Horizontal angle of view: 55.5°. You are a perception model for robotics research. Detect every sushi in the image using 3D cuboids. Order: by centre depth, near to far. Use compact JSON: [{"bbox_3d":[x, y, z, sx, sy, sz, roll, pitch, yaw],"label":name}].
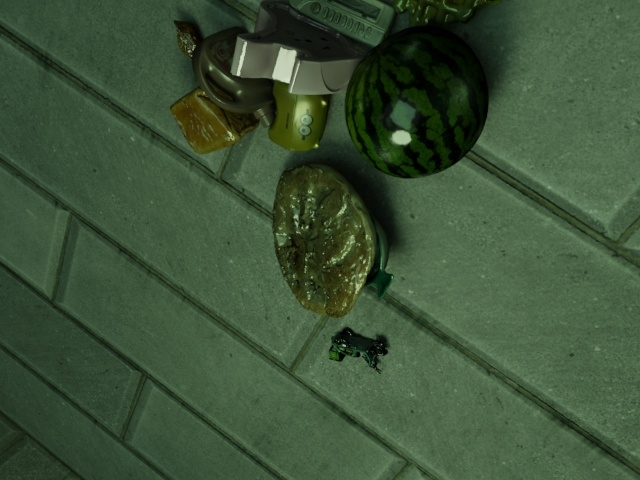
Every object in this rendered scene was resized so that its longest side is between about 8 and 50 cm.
[{"bbox_3d":[-0.322,-0.483,1.488,0.060,0.061,0.118,-21,98,7],"label":"sushi"}]

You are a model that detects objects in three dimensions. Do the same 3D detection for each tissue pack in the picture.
[{"bbox_3d":[-0.042,-0.295,1.393,0.127,0.123,0.178,19,130,8],"label":"tissue pack"}]

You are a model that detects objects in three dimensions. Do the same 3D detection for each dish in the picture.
[{"bbox_3d":[0.113,0.021,1.476,0.246,0.078,0.224,52,137,28],"label":"dish"}]

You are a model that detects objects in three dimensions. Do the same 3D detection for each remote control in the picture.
[{"bbox_3d":[0.046,-0.491,1.292,0.230,0.049,0.090,30,105,13],"label":"remote control"}]

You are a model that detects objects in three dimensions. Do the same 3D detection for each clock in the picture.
[{"bbox_3d":[-0.075,-0.396,1.251,0.275,0.290,0.080,41,130,24],"label":"clock"}]

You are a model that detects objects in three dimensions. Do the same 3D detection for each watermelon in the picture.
[{"bbox_3d":[0.184,-0.266,1.198,0.285,0.285,0.285,12,119,22],"label":"watermelon"}]

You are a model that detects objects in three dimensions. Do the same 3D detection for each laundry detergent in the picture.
[{"bbox_3d":[-0.199,-0.363,1.417,0.076,0.171,0.237,-15,107,50],"label":"laundry detergent"}]

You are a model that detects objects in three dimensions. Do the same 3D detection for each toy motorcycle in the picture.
[{"bbox_3d":[0.104,0.301,1.665,0.173,0.058,0.100,9,125,25],"label":"toy motorcycle"}]

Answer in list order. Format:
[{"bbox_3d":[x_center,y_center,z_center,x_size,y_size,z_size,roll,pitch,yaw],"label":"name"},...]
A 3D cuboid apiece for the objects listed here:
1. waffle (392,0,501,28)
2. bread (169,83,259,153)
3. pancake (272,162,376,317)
[{"bbox_3d":[0.243,-0.559,1.145,0.317,0.073,0.297,-17,101,40],"label":"waffle"},{"bbox_3d":[-0.254,-0.308,1.495,0.143,0.149,0.158,-22,109,36],"label":"bread"},{"bbox_3d":[0.000,-0.001,1.482,0.386,0.082,0.387,18,113,50],"label":"pancake"}]
